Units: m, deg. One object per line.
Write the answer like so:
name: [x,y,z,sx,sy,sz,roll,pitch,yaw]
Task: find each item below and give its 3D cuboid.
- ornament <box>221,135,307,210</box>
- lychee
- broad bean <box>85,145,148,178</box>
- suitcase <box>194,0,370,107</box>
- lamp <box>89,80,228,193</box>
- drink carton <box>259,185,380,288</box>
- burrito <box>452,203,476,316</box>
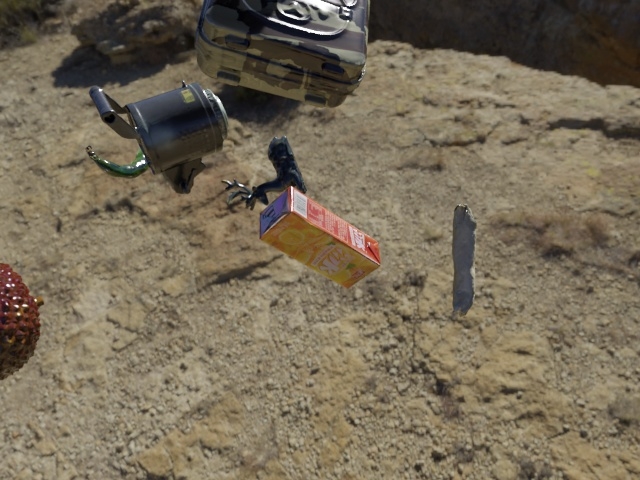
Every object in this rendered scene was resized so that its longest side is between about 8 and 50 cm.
ornament: [-0.181,-0.193,1.732,0.236,0.080,0.202,-21,74,0]
lychee: [-0.710,0.173,1.184,0.276,0.275,0.304,25,29,38]
broad bean: [-0.696,-0.285,2.113,0.049,0.144,0.292,-36,-8,30]
suitcase: [-0.070,-0.459,1.237,0.352,0.194,0.339,12,61,-13]
lamp: [-0.397,-0.320,1.621,0.272,0.374,0.205,-38,48,-3]
drink carton: [0.000,0.000,1.097,0.096,0.223,0.071,-39,36,32]
burrito: [0.349,0.048,1.428,0.059,0.082,0.275,0,83,19]
